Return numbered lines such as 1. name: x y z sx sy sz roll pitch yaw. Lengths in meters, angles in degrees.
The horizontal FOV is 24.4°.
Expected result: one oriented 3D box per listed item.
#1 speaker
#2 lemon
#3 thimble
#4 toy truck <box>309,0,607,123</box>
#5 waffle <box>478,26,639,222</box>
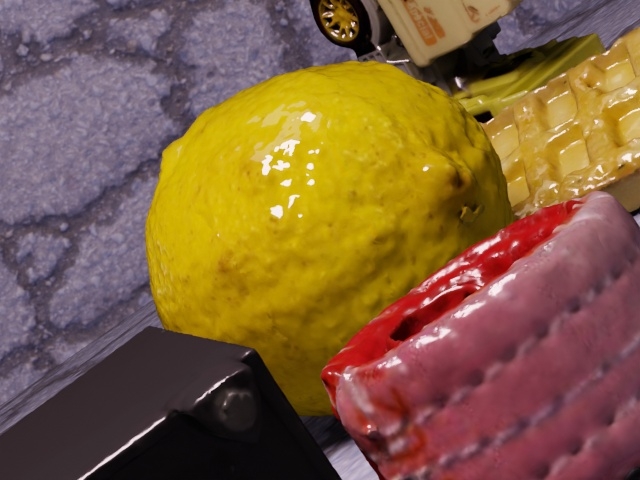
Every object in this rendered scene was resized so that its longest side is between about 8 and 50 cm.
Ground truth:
1. speaker: -0.096 0.179 0.731 0.232 0.184 0.254 -37 11 -16
2. lemon: 0.000 0.000 1.146 0.322 0.268 0.268 -16 18 41
3. thimble: 0.106 0.069 0.782 0.190 0.125 0.163 -35 5 -3
4. toy truck: 0.138 -0.215 1.420 0.181 0.405 0.254 -38 15 -35
5. waffle: 0.190 -0.058 1.262 0.274 0.057 0.168 -31 34 22
